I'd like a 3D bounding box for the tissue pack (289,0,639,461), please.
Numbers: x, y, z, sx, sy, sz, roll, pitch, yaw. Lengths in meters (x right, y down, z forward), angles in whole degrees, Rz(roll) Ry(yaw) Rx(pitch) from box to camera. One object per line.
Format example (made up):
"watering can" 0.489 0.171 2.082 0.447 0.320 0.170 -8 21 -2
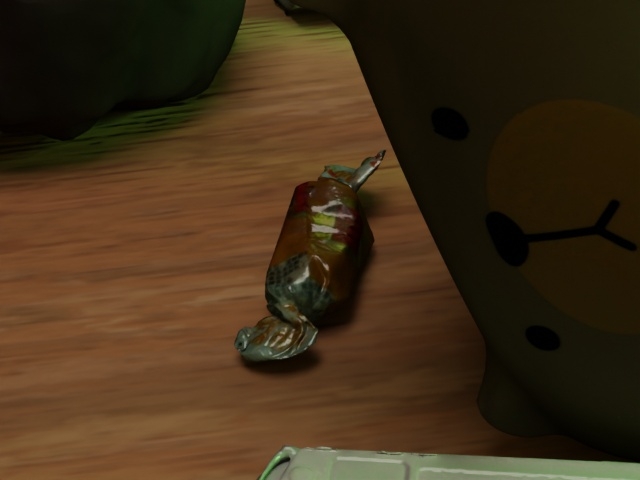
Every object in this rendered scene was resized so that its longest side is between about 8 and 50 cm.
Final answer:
"tissue pack" 0.156 -0.092 0.645 0.277 0.387 0.267 -17 35 13

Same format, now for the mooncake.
"mooncake" -0.187 -0.175 0.999 0.283 0.141 0.283 5 34 -3

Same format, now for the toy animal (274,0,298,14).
"toy animal" 0.065 -0.237 1.084 0.221 0.103 0.131 -18 37 -17

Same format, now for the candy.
"candy" 0.000 0.000 0.818 0.053 0.046 0.182 5 39 16

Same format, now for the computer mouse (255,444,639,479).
"computer mouse" 0.083 0.139 0.610 0.245 0.056 0.126 0 36 8
